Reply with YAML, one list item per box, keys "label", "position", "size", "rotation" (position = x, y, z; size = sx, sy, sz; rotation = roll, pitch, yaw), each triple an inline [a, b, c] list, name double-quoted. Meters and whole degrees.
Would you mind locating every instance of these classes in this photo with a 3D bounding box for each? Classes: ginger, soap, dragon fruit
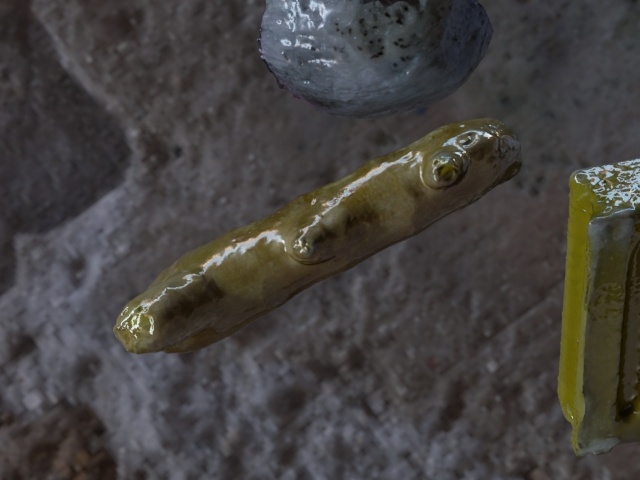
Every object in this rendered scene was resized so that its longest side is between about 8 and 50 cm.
- label: "ginger"
  position: [-0.002, -0.003, 0.972]
  size: [0.298, 0.065, 0.118]
  rotation: [-29, 3, 6]
- label: "soap"
  position: [0.330, 0.062, 1.370]
  size: [0.199, 0.315, 0.091]
  rotation: [-11, 40, -5]
- label: "dragon fruit"
  position: [0.075, -0.255, 1.830]
  size: [0.221, 0.283, 0.204]
  rotation: [19, 70, 38]

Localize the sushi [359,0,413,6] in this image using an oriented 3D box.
- label: "sushi"
  position: [0.080, -0.377, 1.175]
  size: [0.299, 0.294, 0.281]
  rotation: [-49, 22, -21]
